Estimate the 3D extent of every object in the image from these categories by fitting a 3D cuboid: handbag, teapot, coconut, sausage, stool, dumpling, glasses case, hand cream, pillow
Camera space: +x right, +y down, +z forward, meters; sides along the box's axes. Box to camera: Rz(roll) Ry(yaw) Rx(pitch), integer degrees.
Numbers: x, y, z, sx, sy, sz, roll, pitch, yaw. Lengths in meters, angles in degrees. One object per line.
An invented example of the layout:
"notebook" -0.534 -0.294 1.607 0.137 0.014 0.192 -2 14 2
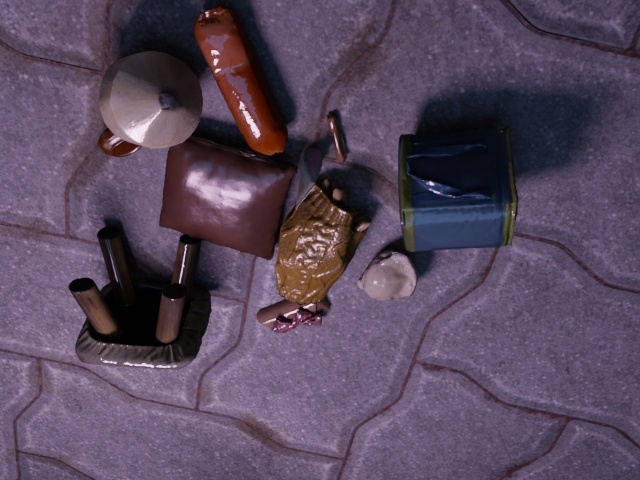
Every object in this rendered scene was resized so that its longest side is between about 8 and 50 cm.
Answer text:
"handbag" 0.290 -0.109 1.635 0.241 0.262 0.222 -1 153 8
"teapot" -0.451 -0.247 1.742 0.129 0.078 0.098 -29 159 15
"coconut" -0.354 -0.294 1.588 0.202 0.222 0.202 -8 104 -32
"sausage" -0.167 -0.338 1.622 0.097 0.094 0.348 -21 121 5
"stool" -0.441 0.140 1.878 0.311 0.310 0.226 3 126 2
"dumpling" 0.173 0.095 1.894 0.136 0.118 0.199 34 145 -15
"glasses case" -0.067 0.211 2.032 0.194 0.070 0.102 -23 122 22
"sausage" 0.036 -0.233 1.716 0.026 0.026 0.116 -8 124 13
"hand cream" -0.025 -0.145 1.695 0.047 0.174 0.076 31 123 -15
"pillow" -0.233 -0.100 1.799 0.308 0.108 0.305 17 131 -1

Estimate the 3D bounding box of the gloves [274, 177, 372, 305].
"gloves" -0.003 0.015 1.825 0.203 0.155 0.356 14 124 -8
